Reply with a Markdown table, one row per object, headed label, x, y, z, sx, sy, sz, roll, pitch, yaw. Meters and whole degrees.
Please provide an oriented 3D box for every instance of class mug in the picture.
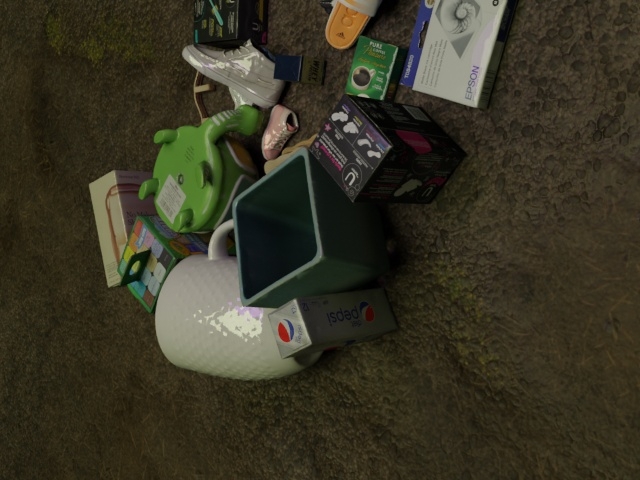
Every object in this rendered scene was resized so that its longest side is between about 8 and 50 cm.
| label | x | y | z | sx | sy | sz | roll | pitch | yaw |
| --- | --- | --- | --- | --- | --- | --- | --- | --- | --- |
| mug | -0.159 | 0.132 | 1.878 | 0.327 | 0.276 | 0.375 | 5 | 101 | 33 |

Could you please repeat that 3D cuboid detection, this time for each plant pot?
| label | x | y | z | sx | sy | sz | roll | pitch | yaw |
| --- | --- | --- | --- | --- | --- | --- | --- | --- | --- |
| plant pot | 0.000 | 0.000 | 1.706 | 0.247 | 0.252 | 0.248 | -33 | 55 | 40 |

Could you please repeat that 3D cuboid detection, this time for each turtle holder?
| label | x | y | z | sx | sy | sz | roll | pitch | yaw |
| --- | --- | --- | --- | --- | --- | --- | --- | --- | --- |
| turtle holder | -0.267 | -0.175 | 2.002 | 0.243 | 0.227 | 0.321 | 15 | 101 | 42 |

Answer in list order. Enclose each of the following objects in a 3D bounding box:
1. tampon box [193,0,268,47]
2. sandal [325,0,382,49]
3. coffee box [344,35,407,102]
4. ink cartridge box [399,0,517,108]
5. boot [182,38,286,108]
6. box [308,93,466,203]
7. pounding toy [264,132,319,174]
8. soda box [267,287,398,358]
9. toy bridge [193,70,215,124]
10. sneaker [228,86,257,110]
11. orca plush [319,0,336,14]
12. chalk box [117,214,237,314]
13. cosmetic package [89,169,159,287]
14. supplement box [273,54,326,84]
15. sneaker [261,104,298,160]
| label | x | y | z | sx | sy | sz | roll | pitch | yaw |
| --- | --- | --- | --- | --- | --- | --- | --- | --- | --- |
| tampon box | -0.217 | -0.535 | 2.027 | 0.161 | 0.101 | 0.121 | 7 | 96 | 41 |
| sandal | 0.074 | -0.483 | 1.721 | 0.101 | 0.076 | 0.265 | 22 | 138 | -2 |
| coffee box | 0.110 | -0.332 | 1.778 | 0.113 | 0.040 | 0.184 | 26 | 109 | 39 |
| ink cartridge box | 0.255 | -0.391 | 1.640 | 0.224 | 0.045 | 0.224 | 25 | 108 | 40 |
| boot | -0.192 | -0.425 | 1.966 | 0.258 | 0.095 | 0.123 | 30 | 117 | 0 |
| box | 0.130 | -0.172 | 1.625 | 0.163 | 0.247 | 0.142 | 52 | 122 | 28 |
| pounding toy | 0.015 | -0.165 | 1.853 | 0.269 | 0.155 | 0.154 | -16 | 109 | 51 |
| soda box | 0.031 | 0.165 | 1.702 | 0.091 | 0.286 | 0.098 | -31 | 73 | 37 |
| toy bridge | -0.300 | -0.391 | 2.159 | 0.063 | 0.026 | 0.188 | -2 | 90 | 43 |
| sneaker | -0.185 | -0.346 | 2.046 | 0.061 | 0.053 | 0.152 | -11 | 87 | 26 |
| orca plush | 0.130 | -0.568 | 1.745 | 0.151 | 0.102 | 0.287 | 33 | 136 | -12 |
| chalk box | -0.372 | 0.055 | 2.063 | 0.179 | 0.288 | 0.180 | 45 | 119 | 32 |
| cosmetic package | -0.513 | -0.031 | 2.284 | 0.129 | 0.153 | 0.296 | -22 | 78 | 39 |
| supplement box | -0.047 | -0.385 | 1.889 | 0.083 | 0.083 | 0.056 | 15 | 101 | 41 |
| sneaker | -0.093 | -0.247 | 1.958 | 0.070 | 0.051 | 0.135 | 24 | 103 | 45 |
